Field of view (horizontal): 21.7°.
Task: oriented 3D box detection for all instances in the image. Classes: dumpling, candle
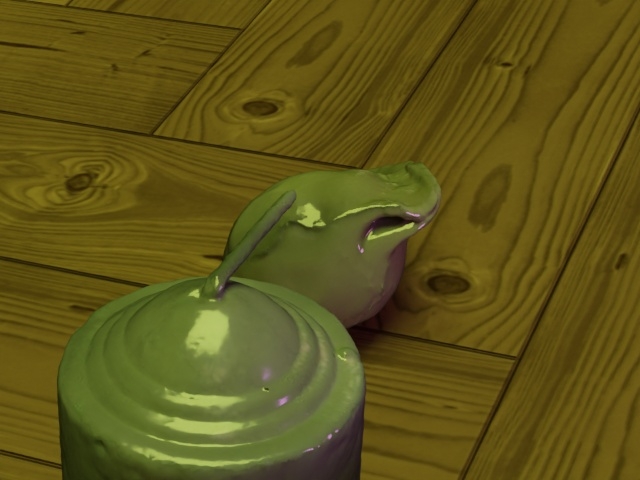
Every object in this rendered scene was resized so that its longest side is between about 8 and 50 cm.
[{"bbox_3d":[0.000,0.000,1.536,0.258,0.147,0.193,-27,19,22],"label":"dumpling"},{"bbox_3d":[-0.078,0.158,1.163,0.221,0.342,0.221,1,34,0],"label":"candle"}]
